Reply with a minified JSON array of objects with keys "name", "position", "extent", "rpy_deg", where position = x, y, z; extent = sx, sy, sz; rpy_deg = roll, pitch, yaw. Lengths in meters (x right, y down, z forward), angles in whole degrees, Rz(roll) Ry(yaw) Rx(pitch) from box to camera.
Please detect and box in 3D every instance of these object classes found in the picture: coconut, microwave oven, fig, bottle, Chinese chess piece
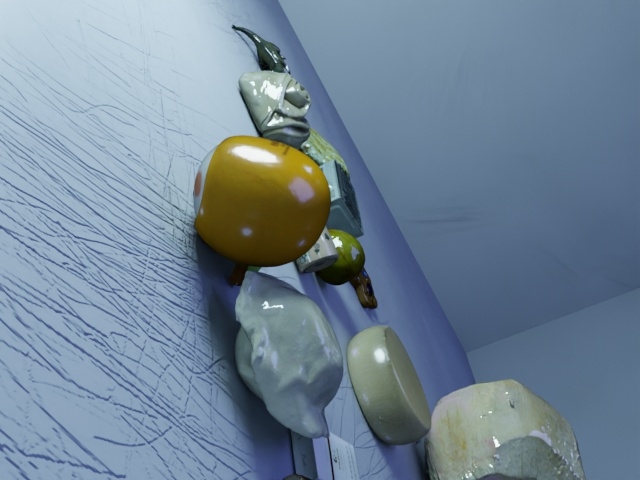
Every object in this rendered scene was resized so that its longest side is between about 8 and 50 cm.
[{"name":"coconut","position":[0.473,0.549,1.325],"extent":[0.404,0.404,0.404],"rpy_deg":[57,16,-27]},{"name":"microwave oven","position":[0.031,-0.103,1.363],"extent":[0.162,0.122,0.208],"rpy_deg":[56,17,-34]},{"name":"fig","position":[0.000,0.000,1.162],"extent":[0.236,0.124,0.124],"rpy_deg":[45,16,-2]},{"name":"bottle","position":[-0.029,-0.013,1.065],"extent":[0.152,0.099,0.099],"rpy_deg":[68,15,14]},{"name":"Chinese chess piece","position":[0.157,0.327,1.140],"extent":[0.273,0.102,0.273],"rpy_deg":[58,14,-24]}]

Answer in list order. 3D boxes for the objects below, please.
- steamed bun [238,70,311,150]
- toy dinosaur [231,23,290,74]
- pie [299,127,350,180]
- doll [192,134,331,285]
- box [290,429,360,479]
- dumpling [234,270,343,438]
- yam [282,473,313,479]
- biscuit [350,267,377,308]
[{"name":"steamed bun","position":[-0.091,-0.338,1.280],"extent":[0.218,0.144,0.211],"rpy_deg":[69,15,14]},{"name":"toy dinosaur","position":[-0.157,-0.563,1.487],"extent":[0.187,0.087,0.179],"rpy_deg":[50,0,24]},{"name":"pie","position":[0.004,-0.261,1.574],"extent":[0.257,0.105,0.274],"rpy_deg":[53,16,-9]},{"name":"doll","position":[-0.091,-0.029,0.731],"extent":[0.213,0.213,0.236],"rpy_deg":[-61,166,-72]},{"name":"box","position":[0.012,0.333,0.745],"extent":[0.154,0.040,0.084],"rpy_deg":[49,24,-45]},{"name":"dumpling","position":[-0.043,0.154,0.667],"extent":[0.162,0.132,0.250],"rpy_deg":[-62,128,-76]},{"name":"yam","position":[0.017,0.367,0.677],"extent":[0.241,0.057,0.057],"rpy_deg":[52,20,-44]},{"name":"biscuit","position":[0.112,0.094,1.499],"extent":[0.236,0.039,0.180],"rpy_deg":[67,16,15]}]
